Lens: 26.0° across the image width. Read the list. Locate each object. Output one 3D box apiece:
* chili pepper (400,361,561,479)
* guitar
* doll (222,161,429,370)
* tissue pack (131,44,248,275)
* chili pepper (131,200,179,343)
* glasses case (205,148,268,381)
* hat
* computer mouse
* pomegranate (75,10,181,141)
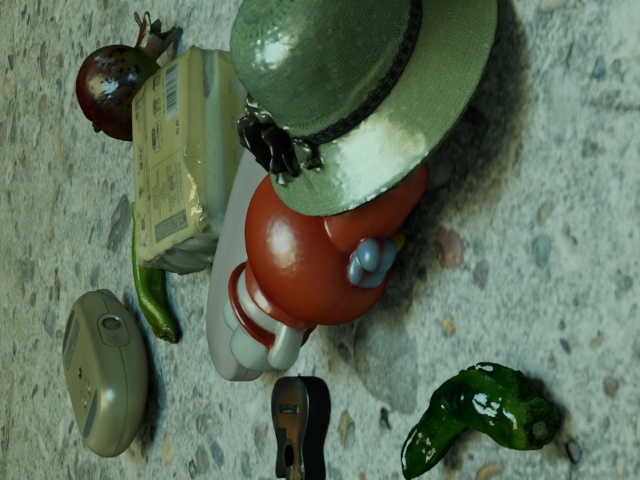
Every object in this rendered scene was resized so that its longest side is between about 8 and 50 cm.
[{"bbox_3d":[0.112,0.133,1.045,0.182,0.050,0.073,-34,63,61],"label":"chili pepper"},{"bbox_3d":[-0.021,0.245,1.331,0.088,0.025,0.233,-12,78,63],"label":"guitar"},{"bbox_3d":[0.000,0.000,1.203,0.290,0.130,0.161,-53,37,39],"label":"doll"},{"bbox_3d":[-0.143,-0.084,1.546,0.186,0.090,0.222,-30,62,57],"label":"tissue pack"},{"bbox_3d":[-0.209,0.040,1.721,0.052,0.050,0.202,61,-164,-66],"label":"chili pepper"},{"bbox_3d":[-0.057,0.003,1.372,0.113,0.075,0.297,-118,38,-56],"label":"glasses case"},{"bbox_3d":[0.004,-0.159,1.097,0.257,0.130,0.257,-33,38,31],"label":"hat"},{"bbox_3d":[-0.274,0.171,1.793,0.236,0.082,0.145,-117,38,-49],"label":"computer mouse"},{"bbox_3d":[-0.233,-0.200,1.713,0.159,0.129,0.129,-65,32,21],"label":"pomegranate"}]
